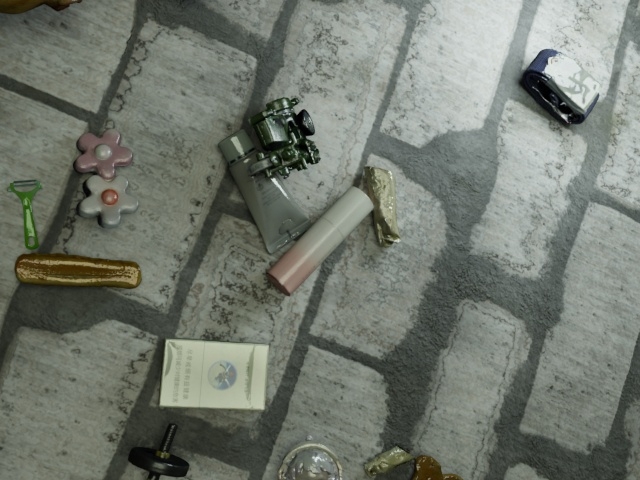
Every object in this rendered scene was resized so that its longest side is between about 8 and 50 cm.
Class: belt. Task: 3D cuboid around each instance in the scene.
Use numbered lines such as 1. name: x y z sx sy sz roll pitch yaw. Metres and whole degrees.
1. belt: 0.693 -0.438 2.005 0.230 0.139 0.126 40 75 -11

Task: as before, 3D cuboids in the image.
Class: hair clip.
1. hair clip: -0.521 -0.150 1.678 0.146 0.075 0.257 -6 82 -11

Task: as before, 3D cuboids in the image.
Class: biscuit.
1. biscuit: 0.242 0.716 1.820 0.197 0.049 0.301 40 76 -9

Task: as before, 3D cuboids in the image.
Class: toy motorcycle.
1. toy motorcycle: -0.095 -0.259 1.735 0.127 0.275 0.205 -21 92 27

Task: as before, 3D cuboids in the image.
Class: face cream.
1. face cream: -0.150 -0.133 1.773 0.143 0.089 0.314 -35 101 -22

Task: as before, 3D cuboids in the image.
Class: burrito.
1. burrito: 0.173 -0.092 1.868 0.087 0.060 0.226 -7 86 -15
2. burrito: 0.182 0.578 1.820 0.149 0.041 0.055 -17 103 -20

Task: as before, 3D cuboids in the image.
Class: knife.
1. knife: -0.696 -0.061 1.642 0.078 0.022 0.166 -7 86 -11

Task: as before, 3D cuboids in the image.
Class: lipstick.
1. lipstick: 0.000 0.000 1.797 0.087 0.087 0.327 46 76 -7

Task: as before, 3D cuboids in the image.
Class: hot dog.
1. hot dog: -0.570 0.075 1.643 0.286 0.061 0.087 10 86 -16

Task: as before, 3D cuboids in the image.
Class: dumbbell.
1. dumbbell: -0.399 0.583 1.602 0.143 0.143 0.325 21 80 -13

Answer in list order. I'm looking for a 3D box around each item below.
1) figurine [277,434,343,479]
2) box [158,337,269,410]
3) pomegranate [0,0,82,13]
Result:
1. figurine: -0.027 0.606 1.706 0.163 0.141 0.236 6 82 -4
2. box: -0.261 0.328 1.704 0.257 0.069 0.164 6 84 -14
3. pomegranate: -0.672 -0.679 1.516 0.417 0.417 0.416 1 85 -16
